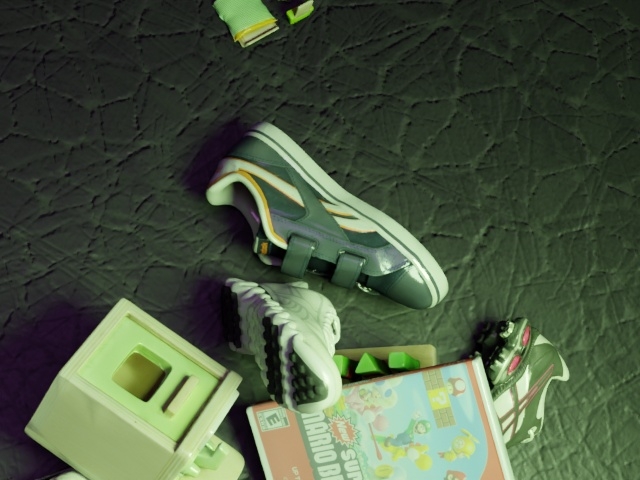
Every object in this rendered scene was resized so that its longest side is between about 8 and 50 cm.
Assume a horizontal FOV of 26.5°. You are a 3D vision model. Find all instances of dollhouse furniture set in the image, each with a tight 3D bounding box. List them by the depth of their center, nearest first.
[{"bbox_3d":[-0.057,-0.319,1.770,0.151,0.058,0.076,-31,83,-18],"label":"dollhouse furniture set"}]

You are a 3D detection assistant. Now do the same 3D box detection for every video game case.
[{"bbox_3d":[0.072,0.258,1.559,0.285,0.025,0.204,-14,95,19],"label":"video game case"}]

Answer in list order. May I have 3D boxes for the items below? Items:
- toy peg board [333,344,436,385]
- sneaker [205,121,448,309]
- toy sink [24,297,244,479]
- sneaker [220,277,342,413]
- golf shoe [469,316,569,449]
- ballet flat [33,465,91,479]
[{"bbox_3d":[0.050,0.202,1.608,0.161,0.079,0.161,-5,74,21],"label":"toy peg board"},{"bbox_3d":[0.000,0.000,1.667,0.321,0.126,0.127,38,66,11],"label":"sneaker"},{"bbox_3d":[-0.183,0.202,1.538,0.234,0.131,0.153,36,39,-1],"label":"toy sink"},{"bbox_3d":[-0.025,0.107,1.558,0.118,0.292,0.110,-6,110,-18],"label":"sneaker"},{"bbox_3d":[0.209,0.228,1.665,0.120,0.105,0.273,37,76,-17],"label":"golf shoe"},{"bbox_3d":[-0.316,0.313,1.530,0.280,0.096,0.095,-18,80,-16],"label":"ballet flat"}]
